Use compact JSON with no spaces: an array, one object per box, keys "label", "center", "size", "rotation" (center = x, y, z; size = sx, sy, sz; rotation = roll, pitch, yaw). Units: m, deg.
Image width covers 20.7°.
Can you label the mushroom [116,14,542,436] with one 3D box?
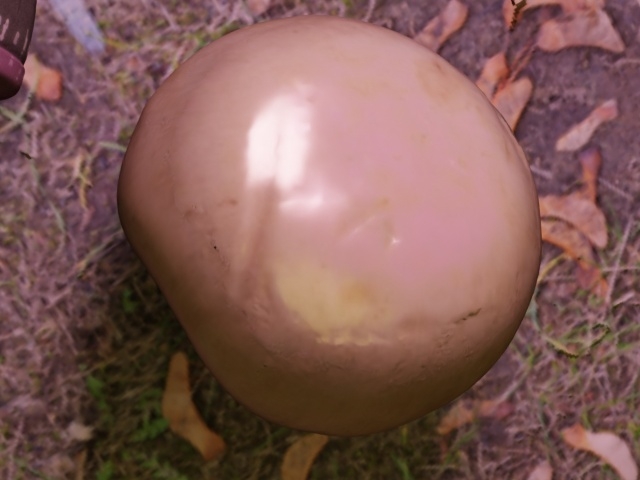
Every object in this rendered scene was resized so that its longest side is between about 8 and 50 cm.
[{"label":"mushroom","center":[0.000,0.000,0.985],"size":[0.246,0.202,0.246],"rotation":[17,49,-20]}]

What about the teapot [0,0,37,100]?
[{"label":"teapot","center":[-0.207,-0.153,0.916],"size":[0.148,0.116,0.146],"rotation":[32,70,-61]}]
